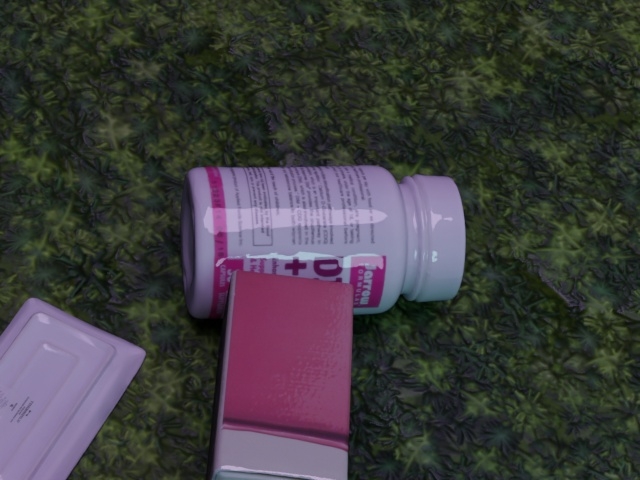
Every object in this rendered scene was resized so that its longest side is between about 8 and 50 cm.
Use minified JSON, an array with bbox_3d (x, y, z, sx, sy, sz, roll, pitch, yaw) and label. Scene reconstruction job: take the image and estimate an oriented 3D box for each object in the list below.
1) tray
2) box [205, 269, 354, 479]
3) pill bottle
[{"bbox_3d":[-0.298,0.173,1.642,0.145,0.030,0.270,24,53,10],"label":"tray"},{"bbox_3d":[-0.041,0.167,1.615,0.126,0.149,0.232,7,53,-6],"label":"box"},{"bbox_3d":[0.000,0.000,1.743,0.283,0.160,0.160,-2,53,-11],"label":"pill bottle"}]
